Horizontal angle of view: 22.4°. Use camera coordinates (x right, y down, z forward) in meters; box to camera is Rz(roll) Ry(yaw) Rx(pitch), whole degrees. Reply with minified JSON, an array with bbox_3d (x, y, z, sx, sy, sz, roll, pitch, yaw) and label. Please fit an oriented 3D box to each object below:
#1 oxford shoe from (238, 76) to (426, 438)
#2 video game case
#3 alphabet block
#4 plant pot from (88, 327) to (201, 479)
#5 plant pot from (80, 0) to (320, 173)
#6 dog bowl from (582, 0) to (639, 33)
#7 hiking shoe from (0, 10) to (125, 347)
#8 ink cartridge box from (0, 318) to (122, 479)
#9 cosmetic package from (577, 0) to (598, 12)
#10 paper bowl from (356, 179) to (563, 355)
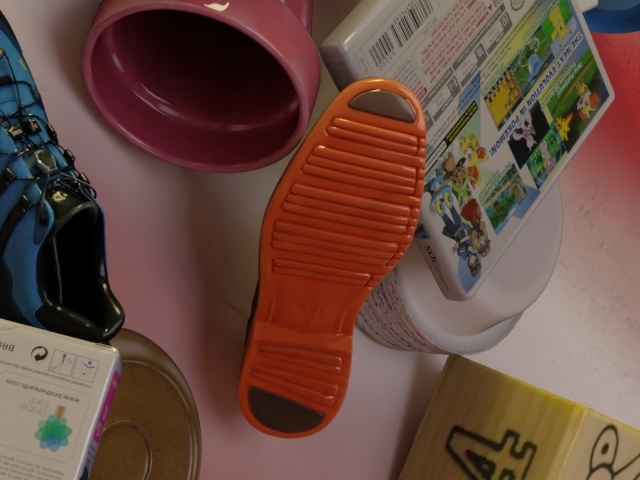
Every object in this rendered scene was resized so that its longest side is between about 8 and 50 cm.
[{"bbox_3d":[0.000,0.000,1.466,0.132,0.130,0.363,-92,-160,-60],"label":"oxford shoe"},{"bbox_3d":[0.154,-0.159,1.559,0.329,0.036,0.300,-51,126,-33],"label":"video game case"},{"bbox_3d":[0.219,0.258,1.727,0.192,0.193,0.197,27,84,-47],"label":"alphabet block"},{"bbox_3d":[-0.183,0.193,1.416,0.236,0.032,0.236,-2,93,-49],"label":"plant pot"},{"bbox_3d":[-0.087,-0.189,1.404,0.201,0.201,0.180,52,40,-36],"label":"plant pot"},{"bbox_3d":[0.308,-0.362,1.862,0.297,0.166,0.074,46,47,-39],"label":"dog bowl"},{"bbox_3d":[-0.226,-0.053,1.280,0.113,0.132,0.304,-33,116,-44],"label":"hiking shoe"},{"bbox_3d":[-0.281,0.208,1.201,0.065,0.186,0.311,96,10,-72],"label":"ink cartridge box"},{"bbox_3d":[0.181,-0.311,1.718,0.151,0.151,0.183,-29,112,-44],"label":"cosmetic package"},{"bbox_3d":[0.148,-0.021,1.699,0.284,0.148,0.284,-1,92,-50],"label":"paper bowl"}]
